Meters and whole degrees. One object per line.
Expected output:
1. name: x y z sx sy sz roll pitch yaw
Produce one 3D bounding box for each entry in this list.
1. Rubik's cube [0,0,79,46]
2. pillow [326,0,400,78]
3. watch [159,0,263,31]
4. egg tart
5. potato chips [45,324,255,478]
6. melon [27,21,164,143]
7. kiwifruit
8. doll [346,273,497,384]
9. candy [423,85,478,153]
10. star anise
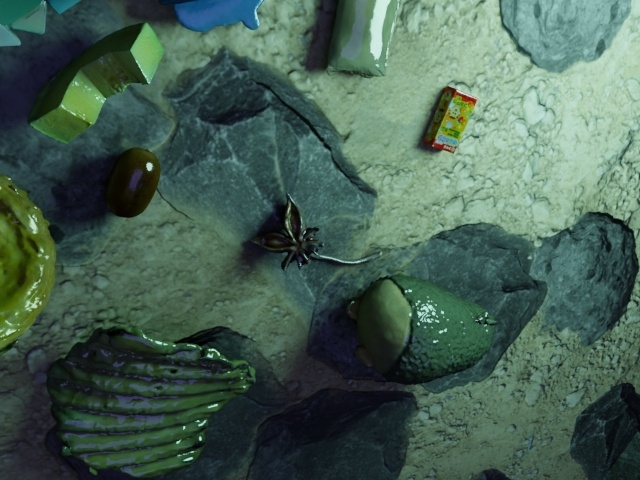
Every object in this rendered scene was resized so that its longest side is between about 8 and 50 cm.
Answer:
1. Rubik's cube: -0.430 -0.347 0.582 0.213 0.265 0.224 -37 95 -4
2. pillow: 0.079 -0.384 0.869 0.119 0.053 0.208 1 110 -26
3. watch: -0.082 -0.406 0.662 0.306 0.274 0.241 -20 120 -7
4. egg tart: -0.560 0.035 0.705 0.345 0.345 0.133 34 137 -32
5. potato chips: -0.342 0.323 1.014 0.389 0.097 0.373 31 106 -32
6. melon: -0.324 -0.236 0.741 0.210 0.118 0.064 -30 136 7
7. kiwifruit: -0.312 -0.096 0.837 0.075 0.075 0.124 22 101 -29
8. doll: 0.231 0.205 1.129 0.350 0.247 0.247 7 111 -32
9. candy: 0.264 -0.245 1.022 0.062 0.038 0.121 12 109 -27
10. star anise: 0.000 0.000 1.045 0.227 0.219 0.148 24 69 -70
